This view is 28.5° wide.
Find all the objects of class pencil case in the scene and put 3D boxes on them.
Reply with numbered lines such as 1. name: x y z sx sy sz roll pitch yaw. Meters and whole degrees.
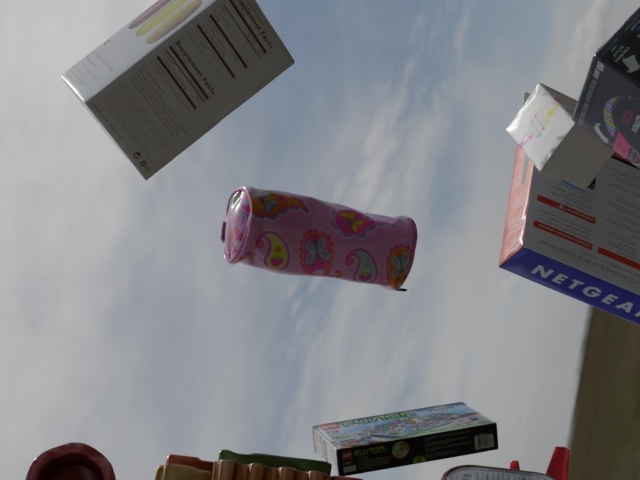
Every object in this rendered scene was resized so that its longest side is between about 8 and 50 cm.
1. pencil case: 0.000 0.000 1.828 0.124 0.284 0.124 -170 90 -66

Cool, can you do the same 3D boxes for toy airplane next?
1. toy airplane: 0.335 0.381 1.926 0.028 0.151 0.151 12 -92 -37

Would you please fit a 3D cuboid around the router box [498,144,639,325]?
1. router box: 0.476 -0.037 2.089 0.082 0.335 0.301 130 159 -56

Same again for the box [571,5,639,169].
1. box: 0.465 -0.153 1.533 0.143 0.270 0.165 -46 -18 -17

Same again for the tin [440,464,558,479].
1. tin: 0.265 0.370 1.822 0.106 0.189 0.040 -73 -13 -63

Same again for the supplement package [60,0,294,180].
1. supplement package: -0.181 -0.218 1.596 0.244 0.139 0.134 -40 -58 -6

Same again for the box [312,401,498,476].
1. box: 0.103 0.245 1.565 0.114 0.206 0.036 -158 62 -72

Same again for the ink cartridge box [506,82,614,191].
1. ink cartridge box: 0.348 -0.156 1.834 0.090 0.092 0.143 -57 32 21

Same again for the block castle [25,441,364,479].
1. block castle: -0.057 0.352 1.135 0.213 0.453 0.303 93 -177 -61
